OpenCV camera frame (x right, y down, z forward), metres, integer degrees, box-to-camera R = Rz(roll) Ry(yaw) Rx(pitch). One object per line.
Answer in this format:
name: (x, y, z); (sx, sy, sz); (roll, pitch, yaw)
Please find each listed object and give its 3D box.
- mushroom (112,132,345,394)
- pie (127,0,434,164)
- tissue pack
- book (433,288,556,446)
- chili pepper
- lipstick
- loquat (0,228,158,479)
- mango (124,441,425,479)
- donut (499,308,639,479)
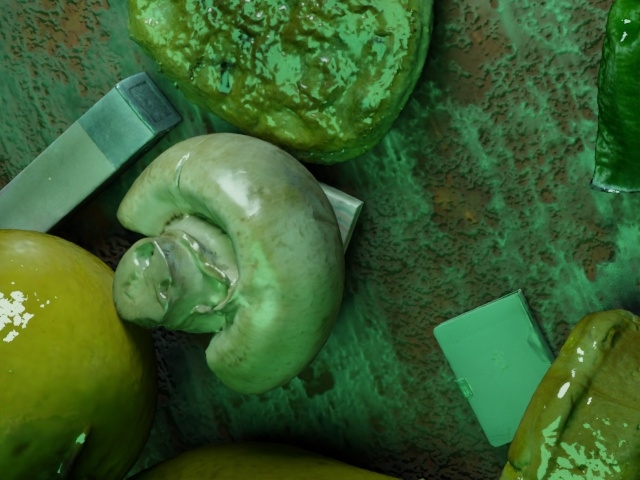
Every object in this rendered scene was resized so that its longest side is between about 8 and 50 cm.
mushroom: (-0.083, 0.003, 1.506); (0.253, 0.195, 0.189); (52, 124, 24)
pie: (-0.033, -0.232, 1.506); (0.323, 0.070, 0.323); (6, 106, 20)
tissue pack: (0.000, 0.000, 1.587); (0.056, 0.023, 0.108); (24, 114, 15)
book: (0.179, 0.126, 1.556); (0.103, 0.017, 0.135); (-26, 96, 24)
chili pepper: (0.301, -0.168, 1.377); (0.136, 0.099, 0.270); (17, 120, 43)
lipstick: (-0.279, -0.050, 1.660); (0.317, 0.066, 0.068); (-38, 92, 27)
loquat: (-0.330, 0.125, 1.566); (0.328, 0.328, 0.359); (-49, 61, 26)
mango: (-0.035, 0.330, 1.563); (0.445, 0.301, 0.220); (-6, 131, 16)
donut: (0.243, 0.194, 1.432); (0.128, 0.208, 0.261); (25, 104, 18)
